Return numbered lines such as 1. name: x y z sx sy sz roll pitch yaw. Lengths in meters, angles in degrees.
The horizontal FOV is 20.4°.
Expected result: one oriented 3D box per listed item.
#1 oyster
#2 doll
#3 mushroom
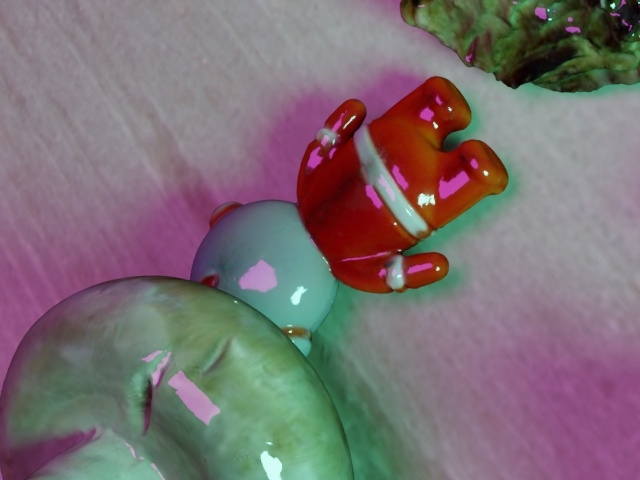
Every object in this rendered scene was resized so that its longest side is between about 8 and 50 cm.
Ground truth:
1. oyster: 0.203 -0.209 1.023 0.361 0.096 0.221 -5 65 33
2. doll: 0.000 0.000 1.108 0.245 0.076 0.142 -38 55 15
3. mushroom: -0.110 0.146 1.023 0.243 0.243 0.243 -13 67 33
